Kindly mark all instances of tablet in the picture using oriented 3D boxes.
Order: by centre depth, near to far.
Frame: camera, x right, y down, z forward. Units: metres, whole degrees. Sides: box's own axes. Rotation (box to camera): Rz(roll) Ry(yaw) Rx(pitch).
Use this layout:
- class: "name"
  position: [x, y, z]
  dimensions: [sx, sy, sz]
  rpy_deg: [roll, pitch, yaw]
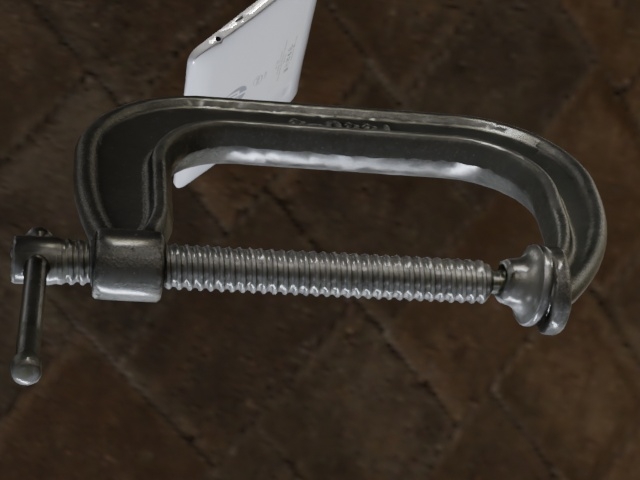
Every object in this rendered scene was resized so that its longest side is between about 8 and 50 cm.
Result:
- class: "tablet"
  position: [-0.022, -0.049, 0.590]
  dimensions: [0.054, 0.006, 0.083]
  rpy_deg: [-40, 165, -22]

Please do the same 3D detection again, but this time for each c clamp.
- class: "c clamp"
  position: [0.000, 0.000, 0.485]
  dimensions: [0.160, 0.137, 0.022]
  rpy_deg: [0, 119, -13]
